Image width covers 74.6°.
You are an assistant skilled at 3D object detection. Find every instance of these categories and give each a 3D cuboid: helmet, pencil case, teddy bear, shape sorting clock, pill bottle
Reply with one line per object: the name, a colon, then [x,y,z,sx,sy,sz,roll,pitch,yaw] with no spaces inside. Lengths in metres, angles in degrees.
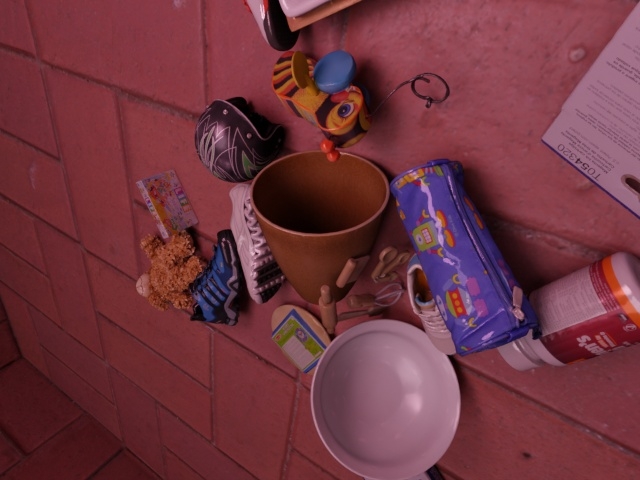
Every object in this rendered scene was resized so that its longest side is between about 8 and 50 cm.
helmet: [-0.167,-0.197,0.832,0.169,0.161,0.170,16,122,28]
pencil case: [0.213,0.020,0.639,0.306,0.119,0.133,70,155,15]
teddy bear: [-0.443,0.095,1.222,0.337,0.113,0.245,-10,106,38]
shape sorting clock: [-0.047,0.253,1.069,0.206,0.040,0.206,20,127,29]
pill bottle: [0.382,0.118,0.637,0.121,0.121,0.221,50,132,2]

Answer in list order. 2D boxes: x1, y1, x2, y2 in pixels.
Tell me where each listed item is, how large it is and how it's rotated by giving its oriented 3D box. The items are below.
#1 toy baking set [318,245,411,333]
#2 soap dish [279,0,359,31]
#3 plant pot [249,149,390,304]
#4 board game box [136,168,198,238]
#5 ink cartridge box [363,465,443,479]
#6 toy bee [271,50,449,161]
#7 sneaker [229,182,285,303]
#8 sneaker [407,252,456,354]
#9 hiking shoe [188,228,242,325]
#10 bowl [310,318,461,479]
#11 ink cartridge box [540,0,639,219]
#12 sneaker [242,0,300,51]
toy baking set: [0.085,0.106,0.786,0.030,0.196,0.256,55,159,34]
soap dish: [0.051,-0.453,0.569,0.290,0.118,0.229,-4,111,37]
plant pot: [0.000,0.000,0.798,0.237,0.237,0.255,24,139,23]
board game box: [-0.392,-0.096,1.086,0.026,0.103,0.154,-11,107,39]
ink cartridge box: [0.171,0.554,1.074,0.224,0.045,0.223,-30,94,43]
toy bee: [0.017,-0.216,0.670,0.195,0.162,0.298,37,168,-37]
sneaker: [-0.149,0.005,0.977,0.118,0.110,0.293,14,113,38]
sneaker: [0.209,0.122,0.783,0.087,0.092,0.229,-8,110,36]
hiking shoe: [-0.268,0.107,1.069,0.113,0.131,0.304,-112,27,-53]
bowl: [0.121,0.315,0.867,0.298,0.298,0.134,47,165,5]
ink cartridge box: [0.429,-0.108,0.418,0.324,0.071,0.330,47,173,17]
sneaker: [-0.122,-0.444,0.708,0.144,0.090,0.270,-2,103,36]
